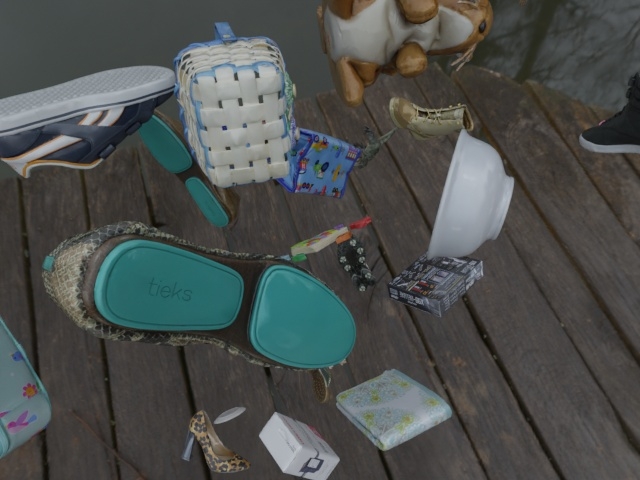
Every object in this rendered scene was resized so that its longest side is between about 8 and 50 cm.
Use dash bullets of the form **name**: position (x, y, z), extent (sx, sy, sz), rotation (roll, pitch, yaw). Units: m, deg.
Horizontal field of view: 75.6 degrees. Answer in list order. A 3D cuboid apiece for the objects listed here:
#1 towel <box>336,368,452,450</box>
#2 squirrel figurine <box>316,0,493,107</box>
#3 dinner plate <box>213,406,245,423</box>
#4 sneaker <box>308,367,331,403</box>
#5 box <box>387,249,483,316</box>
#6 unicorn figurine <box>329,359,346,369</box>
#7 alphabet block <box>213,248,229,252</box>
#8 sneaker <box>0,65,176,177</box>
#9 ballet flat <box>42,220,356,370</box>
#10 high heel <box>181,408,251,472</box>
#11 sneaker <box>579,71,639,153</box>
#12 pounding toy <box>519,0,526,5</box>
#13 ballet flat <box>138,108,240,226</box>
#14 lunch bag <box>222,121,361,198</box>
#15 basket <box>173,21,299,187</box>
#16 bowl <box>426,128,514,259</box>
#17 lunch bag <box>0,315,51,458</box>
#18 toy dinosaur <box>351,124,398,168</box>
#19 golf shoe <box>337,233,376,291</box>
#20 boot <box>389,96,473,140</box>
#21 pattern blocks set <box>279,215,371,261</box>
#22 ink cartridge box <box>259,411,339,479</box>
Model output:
- **towel**: position (0.275, 0.660, 1.640), extent (0.320, 0.374, 0.090), rotation (-17, 103, -24)
- **squirrel figurine**: position (0.193, -0.515, 0.983), extent (0.369, 0.281, 0.397), rotation (-13, 28, -4)
- **dinner plate**: position (-0.387, 0.738, 1.755), extent (0.141, 0.141, 0.017), rotation (-21, 85, -10)
- **sneaker**: position (0.013, 0.514, 1.520), extent (0.064, 0.086, 0.192), rotation (-50, 37, 16)
- **box**: position (0.456, 0.154, 1.635), extent (0.307, 0.077, 0.242), rotation (-33, 32, -32)
- **unicorn figurine**: position (-0.003, 0.353, 1.261), extent (0.161, 0.111, 0.060), rotation (-12, 48, -10)
- **alphabet block**: position (-0.465, 0.157, 1.738), extent (0.192, 0.197, 0.194), rotation (-21, 102, -28)
- **sneaker**: position (-0.407, -0.216, 0.741), extent (0.320, 0.128, 0.126), rotation (-26, 46, -21)
- **ballet flat**: position (-0.140, 0.086, 0.603), extent (0.181, 0.482, 0.164), rotation (5, 76, 40)
- **high heel**: position (-0.364, 0.736, 1.514), extent (0.260, 0.093, 0.187), rotation (16, 90, -3)
- **sneaker**: position (0.592, -0.241, 0.768), extent (0.104, 0.296, 0.147), rotation (-13, 105, 3)
- **pounding toy**: position (0.442, -0.615, 0.864), extent (0.154, 0.155, 0.270), rotation (43, 45, -9)
- **ballet flat**: position (-0.304, -0.191, 1.016), extent (0.116, 0.342, 0.124), rotation (-13, 36, 33)
- **lunch bag**: position (-0.089, -0.226, 1.002), extent (0.293, 0.220, 0.138), rotation (31, 107, 28)
- **basket**: position (-0.148, -0.231, 0.739), extent (0.200, 0.255, 0.289), rotation (-14, 38, -16)
- **bowl**: position (0.337, -0.085, 0.914), extent (0.133, 0.298, 0.298), rotation (15, 64, 14)
- **lunch bag**: position (-0.546, 0.213, 0.592), extent (0.223, 0.108, 0.279), rotation (-26, 96, 12)
- **toy dinosaur**: position (0.191, -0.371, 1.571), extent (0.118, 0.064, 0.268), rotation (36, 75, 29)
- **golf shoe**: position (0.116, 0.069, 1.521), extent (0.105, 0.273, 0.120), rotation (-25, 37, -1)
- **boot**: position (0.364, -0.407, 1.351), extent (0.203, 0.261, 0.095), rotation (4, 79, 43)
- **pattern blocks set**: position (0.000, 0.000, 1.409), extent (0.324, 0.285, 0.026), rotation (-33, 104, -48)
- **ink cartridge box**: position (-0.071, 0.703, 1.402), extent (0.100, 0.237, 0.172), rotation (-52, 42, -7)
